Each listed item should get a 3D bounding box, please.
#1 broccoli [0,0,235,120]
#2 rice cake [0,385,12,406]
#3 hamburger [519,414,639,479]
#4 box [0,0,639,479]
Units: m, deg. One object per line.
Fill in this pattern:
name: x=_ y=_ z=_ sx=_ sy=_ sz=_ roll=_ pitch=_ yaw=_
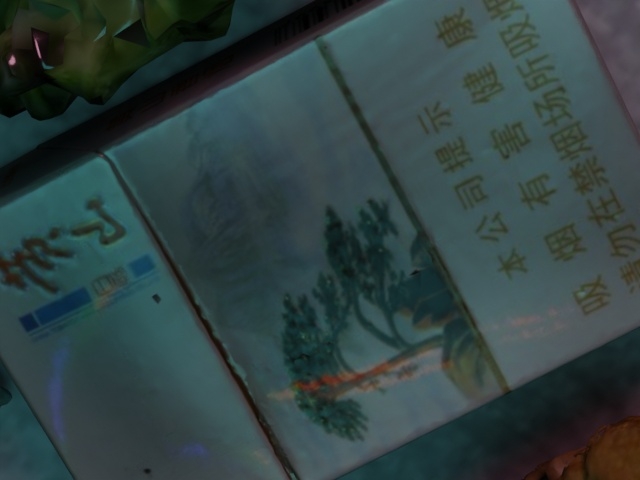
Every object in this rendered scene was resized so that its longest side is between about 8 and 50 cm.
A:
broccoli: x=-0.134 y=-0.198 z=0.396 sx=0.277 sy=0.317 sz=0.338 roll=-27 pitch=133 yaw=-20
rice cake: x=-0.219 y=0.003 z=0.561 sx=0.085 sy=0.040 sz=0.226 roll=-38 pitch=104 yaw=9
hamburger: x=0.095 y=0.160 z=0.573 sx=0.131 sy=0.124 sz=0.262 roll=47 pitch=112 yaw=31
box: x=-0.001 y=0.000 z=0.554 sx=0.233 sy=0.067 sz=0.149 roll=-27 pitch=104 yaw=7
